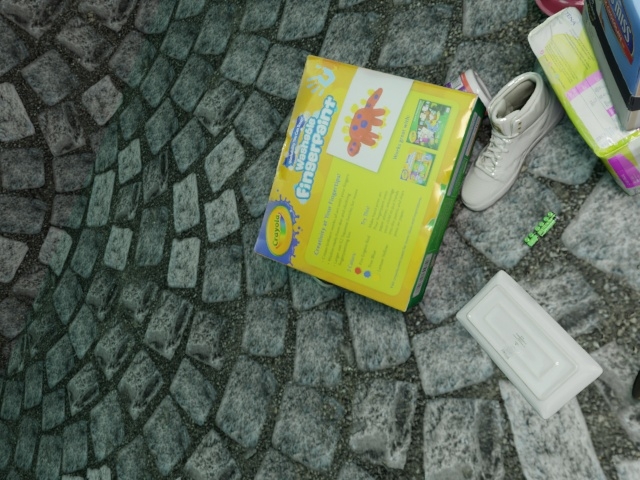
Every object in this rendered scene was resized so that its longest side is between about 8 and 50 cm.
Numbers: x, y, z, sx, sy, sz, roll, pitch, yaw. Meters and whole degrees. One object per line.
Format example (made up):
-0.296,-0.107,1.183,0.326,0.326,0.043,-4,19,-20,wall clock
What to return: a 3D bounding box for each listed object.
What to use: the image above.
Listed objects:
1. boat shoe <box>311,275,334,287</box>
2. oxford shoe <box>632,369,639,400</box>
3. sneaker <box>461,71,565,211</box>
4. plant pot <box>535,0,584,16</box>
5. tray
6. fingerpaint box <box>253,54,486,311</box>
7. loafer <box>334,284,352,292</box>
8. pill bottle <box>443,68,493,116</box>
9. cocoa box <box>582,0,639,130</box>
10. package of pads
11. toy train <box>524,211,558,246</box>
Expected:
0.000,0.000,1.415,0.079,0.095,0.254,-45,44,35,boat shoe
0.595,0.181,0.901,0.076,0.076,0.212,28,94,11,oxford shoe
0.360,-0.202,1.125,0.108,0.169,0.292,44,107,36,sneaker
0.527,-0.571,1.091,0.202,0.201,0.180,-10,57,37,plant pot
0.390,0.195,1.077,0.145,0.030,0.270,-50,52,18,tray
0.100,-0.126,1.195,0.371,0.163,0.444,20,100,21,fingerpaint box
0.113,-0.018,1.343,0.109,0.095,0.302,19,94,11,loafer
0.284,-0.288,1.251,0.194,0.108,0.108,-31,60,30,pill bottle
0.564,-0.338,0.728,0.348,0.228,0.231,-13,68,17,cocoa box
0.496,-0.246,0.985,0.101,0.229,0.296,-32,58,28,package of pads
0.442,-0.022,1.105,0.023,0.017,0.083,47,108,27,toy train
